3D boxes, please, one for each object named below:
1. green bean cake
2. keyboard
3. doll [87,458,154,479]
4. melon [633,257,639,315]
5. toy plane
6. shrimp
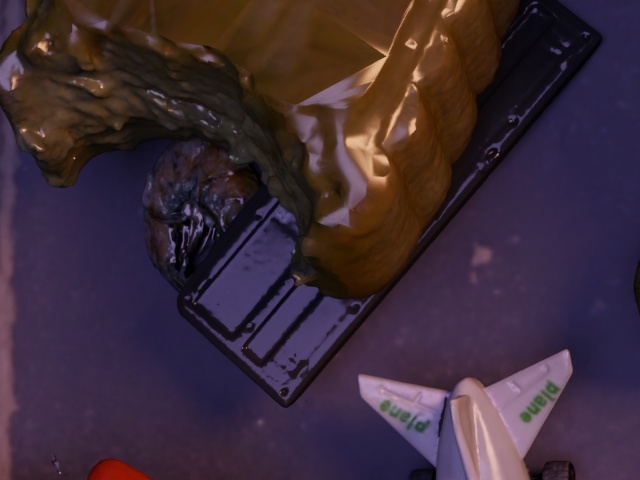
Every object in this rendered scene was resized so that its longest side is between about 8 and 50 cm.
[{"bbox_3d":[-0.033,-0.107,0.804,0.236,0.124,0.233,21,78,19],"label":"green bean cake"},{"bbox_3d":[0.001,0.003,0.854,0.103,0.041,0.381,41,85,14],"label":"keyboard"},{"bbox_3d":[-0.059,0.227,0.770,0.336,0.105,0.199,13,78,10],"label":"doll"},{"bbox_3d":[0.239,0.006,0.783,0.162,0.099,0.099,-32,83,11],"label":"melon"},{"bbox_3d":[0.097,0.190,0.827,0.251,0.101,0.255,-7,93,16],"label":"toy plane"},{"bbox_3d":[-0.051,0.011,0.903,0.091,0.034,0.161,-44,73,24],"label":"shrimp"}]
